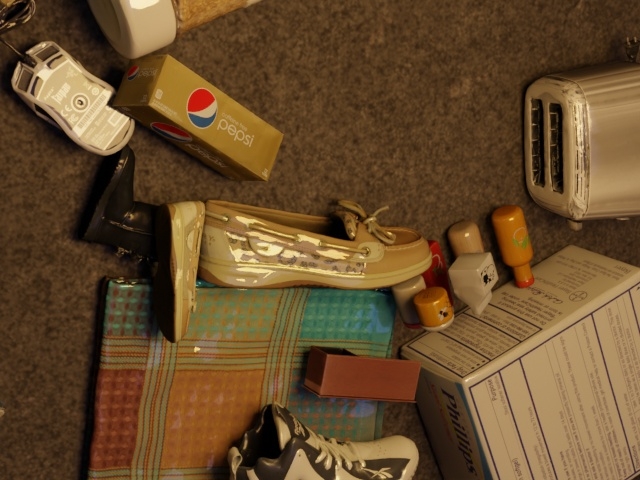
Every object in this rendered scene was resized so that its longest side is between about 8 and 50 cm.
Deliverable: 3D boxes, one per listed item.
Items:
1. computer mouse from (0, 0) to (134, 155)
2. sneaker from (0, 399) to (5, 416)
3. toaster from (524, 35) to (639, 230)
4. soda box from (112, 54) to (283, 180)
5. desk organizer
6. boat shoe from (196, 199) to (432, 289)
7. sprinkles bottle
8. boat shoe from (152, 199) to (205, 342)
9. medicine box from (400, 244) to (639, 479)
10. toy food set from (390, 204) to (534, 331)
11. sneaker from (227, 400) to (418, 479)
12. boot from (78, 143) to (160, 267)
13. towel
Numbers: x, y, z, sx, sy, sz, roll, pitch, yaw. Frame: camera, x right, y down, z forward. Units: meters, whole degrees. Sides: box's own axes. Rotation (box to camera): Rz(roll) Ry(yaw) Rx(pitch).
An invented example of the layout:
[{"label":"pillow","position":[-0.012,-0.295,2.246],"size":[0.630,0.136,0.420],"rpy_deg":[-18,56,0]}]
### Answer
[{"label":"computer mouse","position":[-0.271,-0.157,1.237],"size":[0.193,0.042,0.106],"rpy_deg":[43,77,-24]},{"label":"sneaker","position":[-0.372,0.214,1.256],"size":[0.135,0.058,0.052],"rpy_deg":[-37,157,-20]},{"label":"toaster","position":[0.338,-0.127,1.515],"size":[0.146,0.129,0.227],"rpy_deg":[-11,109,-23]},{"label":"soda box","position":[-0.123,-0.123,1.282],"size":[0.181,0.061,0.058],"rpy_deg":[31,71,-43]},{"label":"desk organizer","position":[0.049,0.155,1.437],"size":[0.130,0.047,0.050],"rpy_deg":[7,96,-28]},{"label":"boat shoe","position":[0.000,0.000,1.382],"size":[0.285,0.104,0.089],"rpy_deg":[-2,107,-27]},{"label":"sprinkles bottle","position":[-0.065,-0.306,1.259],"size":[0.355,0.121,0.121],"rpy_deg":[-28,114,-19]},{"label":"boat shoe","position":[-0.145,0.034,1.306],"size":[0.048,0.056,0.153],"rpy_deg":[-8,105,-32]},{"label":"medicine box","position":[0.284,0.193,1.557],"size":[0.289,0.149,0.263],"rpy_deg":[-28,114,-18]},{"label":"toy food set","position":[0.168,0.058,1.473],"size":[0.232,0.111,0.104],"rpy_deg":[-47,125,-46]},{"label":"sneaker","position":[-0.002,0.239,1.403],"size":[0.235,0.094,0.153],"rpy_deg":[-17,119,-11]},{"label":"boot","position":[-0.191,-0.035,1.307],"size":[0.099,0.045,0.121],"rpy_deg":[18,101,-28]},{"label":"towel","position":[-0.082,0.171,1.422],"size":[0.370,0.040,0.271],"rpy_deg":[2,101,-28]}]
